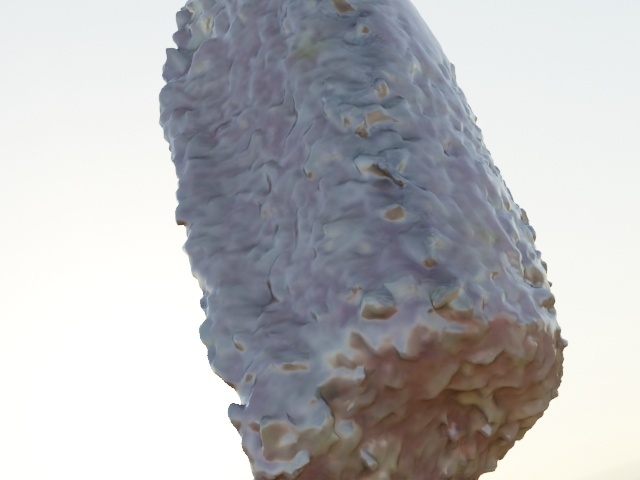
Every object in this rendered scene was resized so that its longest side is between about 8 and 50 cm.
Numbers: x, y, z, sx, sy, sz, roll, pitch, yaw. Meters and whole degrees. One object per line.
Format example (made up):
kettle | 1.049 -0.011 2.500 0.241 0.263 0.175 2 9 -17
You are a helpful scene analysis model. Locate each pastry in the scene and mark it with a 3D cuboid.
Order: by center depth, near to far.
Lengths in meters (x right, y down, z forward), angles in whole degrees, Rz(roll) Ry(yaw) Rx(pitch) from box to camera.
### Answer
pastry | 0.010 -0.004 0.582 0.112 0.265 0.103 -31 -42 33
